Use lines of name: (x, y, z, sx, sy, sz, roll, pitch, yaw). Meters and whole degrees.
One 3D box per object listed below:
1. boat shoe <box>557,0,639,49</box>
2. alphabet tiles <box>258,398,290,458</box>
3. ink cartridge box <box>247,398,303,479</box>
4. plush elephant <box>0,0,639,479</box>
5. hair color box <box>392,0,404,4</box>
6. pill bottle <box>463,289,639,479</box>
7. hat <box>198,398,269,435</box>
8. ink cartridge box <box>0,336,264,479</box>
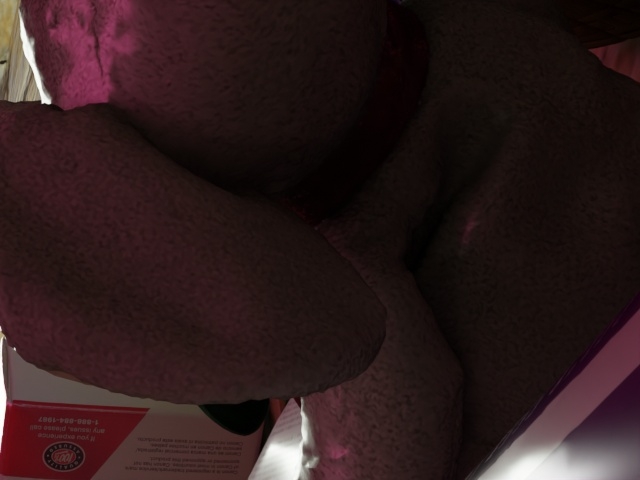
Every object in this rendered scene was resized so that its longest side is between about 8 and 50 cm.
boat shoe: (0.127, -0.155, 0.708, 0.277, 0.098, 0.096, -34, 50, 57)
alphabet tiles: (0.003, 0.065, 1.163, 0.342, 0.011, 0.285, -100, 23, -45)
ink cartridge box: (0.045, 0.080, 0.922, 0.239, 0.060, 0.275, -63, 12, -22)
plush elephant: (-0.009, -0.023, 0.639, 0.330, 0.255, 0.272, -40, 23, 54)
hair color box: (-0.027, -0.190, 1.023, 0.185, 0.110, 0.339, -11, 76, 34)
pill bottle: (0.128, 0.088, 0.442, 0.323, 0.181, 0.181, 121, 151, -55)
hat: (0.000, 0.000, 1.144, 0.173, 0.183, 0.208, -91, -24, -46)
ink cartridge box: (-0.145, 0.196, 1.301, 0.100, 0.172, 0.237, -114, 32, -62)
